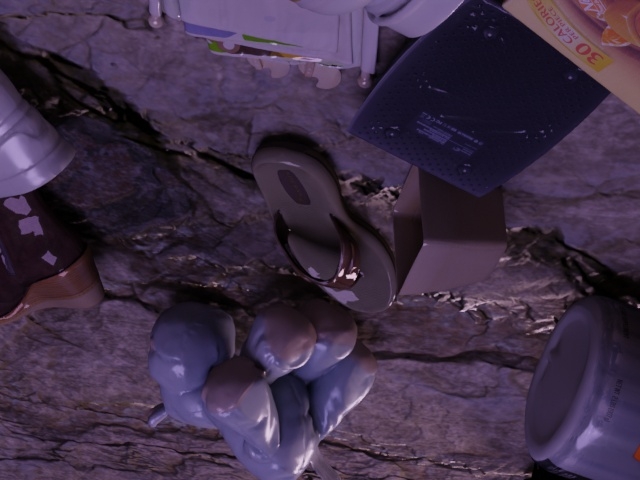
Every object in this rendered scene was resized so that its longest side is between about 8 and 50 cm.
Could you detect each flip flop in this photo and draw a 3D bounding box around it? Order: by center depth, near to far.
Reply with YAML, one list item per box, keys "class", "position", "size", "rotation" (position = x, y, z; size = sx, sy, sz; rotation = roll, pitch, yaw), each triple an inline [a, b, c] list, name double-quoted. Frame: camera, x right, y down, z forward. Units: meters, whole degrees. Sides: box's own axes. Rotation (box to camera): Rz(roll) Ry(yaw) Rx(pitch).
- class: "flip flop"
  position: [0.000, 0.000, 1.549]
  size: [0.112, 0.080, 0.277]
  rotation: [-3, 142, 23]

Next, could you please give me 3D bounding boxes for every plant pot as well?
- class: "plant pot"
  position: [0.136, -0.010, 1.474]
  size: [0.096, 0.109, 0.109]
  rotation: [6, 147, -10]

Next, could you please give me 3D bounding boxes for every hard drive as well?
- class: "hard drive"
  position: [0.148, -0.141, 1.307]
  size: [0.172, 0.054, 0.255]
  rotation: [25, 148, -13]

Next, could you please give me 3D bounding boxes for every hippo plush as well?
- class: "hippo plush"
  position: [-0.084, 0.171, 1.766]
  size: [0.237, 0.234, 0.294]
  rotation: [25, 143, 43]

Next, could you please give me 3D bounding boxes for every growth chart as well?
- class: "growth chart"
  position: [-0.054, -0.214, 1.313]
  size: [0.237, 0.021, 0.172]
  rotation: [14, 146, -1]

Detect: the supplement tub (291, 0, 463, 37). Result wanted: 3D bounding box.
- class: "supplement tub"
  position: [-0.024, -0.299, 0.997]
  size: [0.316, 0.228, 0.228]
  rotation: [26, 144, -17]

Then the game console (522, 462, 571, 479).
- class: "game console"
  position: [0.361, 0.327, 1.823]
  size: [0.213, 0.044, 0.361]
  rotation: [17, 168, -4]

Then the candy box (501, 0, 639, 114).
- class: "candy box"
  position: [0.328, -0.165, 1.143]
  size: [0.316, 0.087, 0.183]
  rotation: [35, 146, -14]

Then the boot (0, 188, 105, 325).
- class: "boot"
  position: [-0.390, 0.000, 1.710]
  size: [0.248, 0.090, 0.206]
  rotation: [-6, 127, 34]

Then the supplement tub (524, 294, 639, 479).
- class: "supplement tub"
  position: [0.418, 0.205, 1.588]
  size: [0.338, 0.207, 0.207]
  rotation: [19, 146, -9]

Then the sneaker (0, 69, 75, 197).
- class: "sneaker"
  position: [-0.409, -0.119, 1.520]
  size: [0.293, 0.108, 0.169]
  rotation: [-13, 124, 38]
